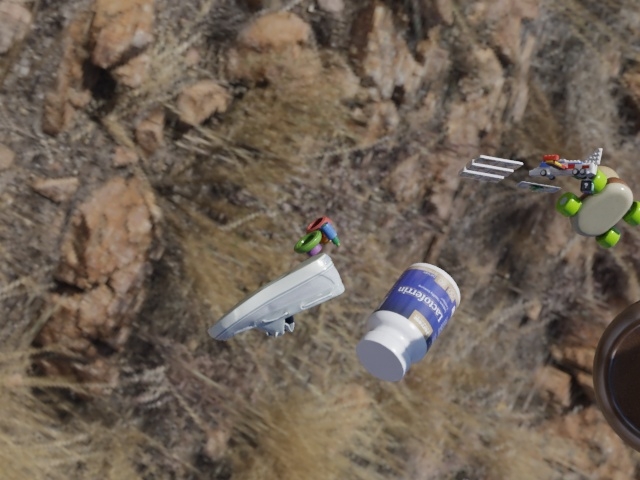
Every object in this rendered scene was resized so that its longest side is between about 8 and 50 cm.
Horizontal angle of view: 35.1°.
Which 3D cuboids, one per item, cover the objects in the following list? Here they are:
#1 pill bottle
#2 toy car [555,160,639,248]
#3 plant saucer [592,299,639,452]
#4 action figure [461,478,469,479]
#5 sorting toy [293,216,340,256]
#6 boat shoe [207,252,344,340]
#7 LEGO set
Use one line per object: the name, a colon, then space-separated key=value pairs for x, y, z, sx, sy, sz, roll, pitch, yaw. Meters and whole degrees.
pill bottle: x=0.197 y=0.187 z=2.301 sx=0.265 sy=0.153 sz=0.153 roll=-50 pitch=146 yaw=-37
toy car: x=0.607 y=-0.106 z=2.232 sx=0.149 sy=0.155 sz=0.188 roll=-45 pitch=-158 yaw=27
plant saucer: x=0.631 y=0.248 z=1.800 sx=0.050 sy=0.310 sz=0.311 roll=2 pitch=109 yaw=-57
action figure: x=0.265 y=0.637 z=1.866 sx=0.330 sy=0.178 sz=0.341 roll=-95 pitch=-153 yaw=-61
sorting toy: x=0.000 y=0.000 z=1.616 sx=0.042 sy=0.061 sz=0.102 roll=54 pitch=33 yaw=-17
boat shoe: x=-0.066 y=0.105 z=1.518 sx=0.227 sy=0.081 sz=0.079 roll=-31 pitch=-175 yaw=18
LEGO set: x=0.382 y=-0.129 z=1.788 sx=0.182 sy=0.244 sz=0.060 roll=120 pitch=-20 yaw=-82
